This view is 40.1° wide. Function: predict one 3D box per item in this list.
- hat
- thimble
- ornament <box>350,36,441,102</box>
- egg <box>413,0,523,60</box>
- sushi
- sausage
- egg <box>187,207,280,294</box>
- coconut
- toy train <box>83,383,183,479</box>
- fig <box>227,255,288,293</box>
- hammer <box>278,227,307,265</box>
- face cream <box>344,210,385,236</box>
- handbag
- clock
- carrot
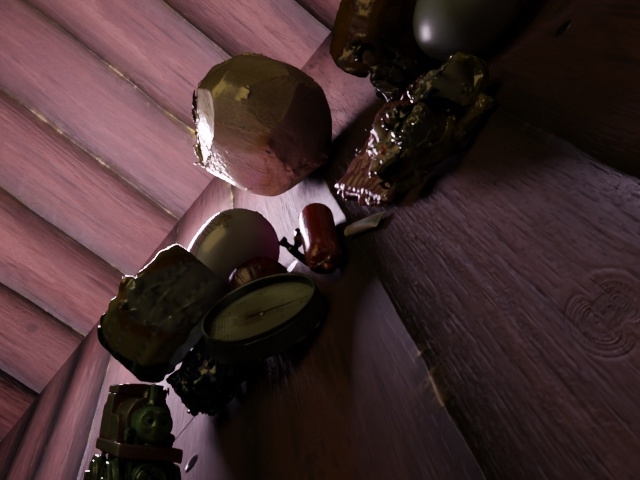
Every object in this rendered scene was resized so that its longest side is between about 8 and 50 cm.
[{"bbox_3d":[0.136,-0.195,1.665,0.286,0.107,0.237,-59,26,-5],"label":"hat"},{"bbox_3d":[-0.309,0.145,1.727,0.254,0.167,0.288,-49,-4,-15],"label":"thimble"},{"bbox_3d":[0.151,-0.354,1.807,0.153,0.196,0.166,-28,30,58],"label":"ornament"},{"bbox_3d":[0.276,-0.447,1.677,0.264,0.183,0.183,-44,16,53],"label":"egg"},{"bbox_3d":[0.199,-0.210,1.488,0.291,0.131,0.139,-51,12,-26],"label":"sushi"},{"bbox_3d":[0.000,0.000,1.688,0.074,0.074,0.274,-49,16,13],"label":"sausage"},{"bbox_3d":[-0.207,0.055,1.926,0.271,0.196,0.196,-44,17,11],"label":"egg"},{"bbox_3d":[-0.136,-0.291,2.229,0.346,0.360,0.346,-52,-26,-39],"label":"coconut"},{"bbox_3d":[-0.329,0.370,1.583,0.304,0.150,0.221,161,118,-65],"label":"toy train"},{"bbox_3d":[-0.126,0.107,1.730,0.128,0.128,0.150,-33,30,50],"label":"fig"},{"bbox_3d":[-0.046,0.007,1.839,0.021,0.078,0.201,-47,5,10],"label":"hammer"},{"bbox_3d":[0.081,-0.029,1.615,0.115,0.020,0.038,-24,31,58],"label":"face cream"},{"bbox_3d":[-0.214,0.252,1.673,0.162,0.113,0.260,-47,12,-12],"label":"handbag"},{"bbox_3d":[-0.103,0.132,1.545,0.226,0.049,0.226,-19,24,9],"label":"clock"},{"bbox_3d":[0.162,-0.521,1.958,0.241,0.241,0.340,-120,48,-73],"label":"carrot"}]
